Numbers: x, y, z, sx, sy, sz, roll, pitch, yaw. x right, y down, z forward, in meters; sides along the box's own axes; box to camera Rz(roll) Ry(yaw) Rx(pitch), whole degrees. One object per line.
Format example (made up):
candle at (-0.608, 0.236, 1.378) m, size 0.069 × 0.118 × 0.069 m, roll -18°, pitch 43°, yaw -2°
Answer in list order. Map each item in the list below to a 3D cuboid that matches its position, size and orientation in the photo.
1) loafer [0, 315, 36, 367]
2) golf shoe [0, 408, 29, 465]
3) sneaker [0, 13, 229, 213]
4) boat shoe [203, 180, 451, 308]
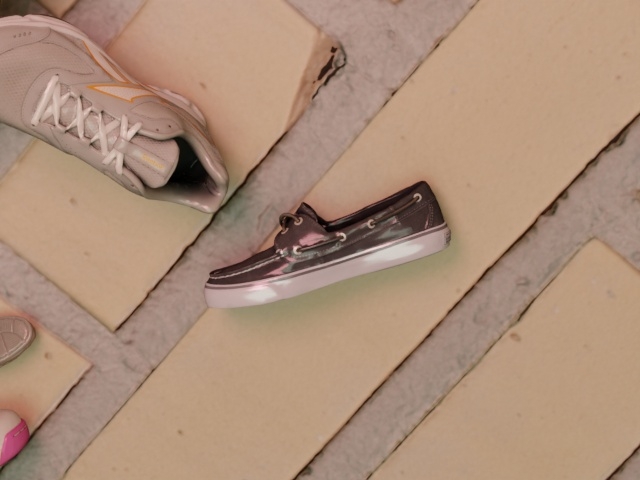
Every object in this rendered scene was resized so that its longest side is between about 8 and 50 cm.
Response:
loafer at (-0.323, 0.108, 1.289) m, size 0.125 × 0.039 × 0.045 m, roll -25°, pitch 70°, yaw 6°
golf shoe at (-0.430, 0.187, 1.276) m, size 0.306 × 0.115 × 0.140 m, roll -13°, pitch 102°, yaw 5°
sneaker at (-0.173, -0.098, 1.114) m, size 0.262 × 0.121 × 0.099 m, roll 20°, pitch 108°, yaw -42°
boat shoe at (0.000, 0.000, 1.218) m, size 0.229 × 0.080 × 0.076 m, roll -15°, pitch 99°, yaw 6°
